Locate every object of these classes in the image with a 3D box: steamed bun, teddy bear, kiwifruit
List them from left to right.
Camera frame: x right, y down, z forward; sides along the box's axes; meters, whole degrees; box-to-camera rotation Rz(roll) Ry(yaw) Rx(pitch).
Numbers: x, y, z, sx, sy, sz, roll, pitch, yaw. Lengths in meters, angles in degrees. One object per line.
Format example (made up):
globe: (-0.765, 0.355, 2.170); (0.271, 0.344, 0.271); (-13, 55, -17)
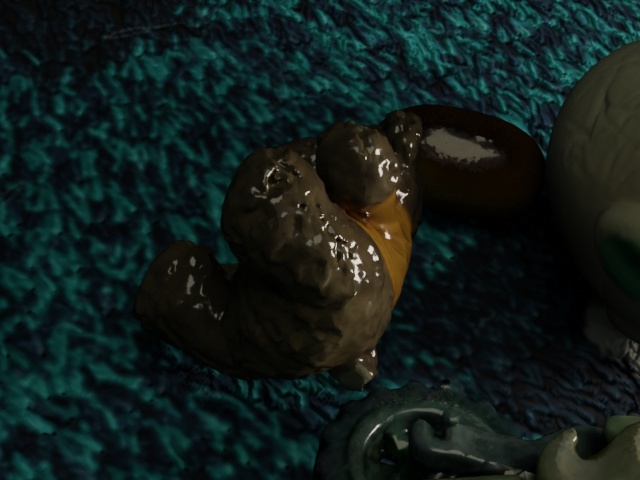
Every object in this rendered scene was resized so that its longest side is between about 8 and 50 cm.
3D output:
teddy bear: (0.000, 0.000, 0.705); (0.140, 0.177, 0.190); (39, 43, -6)
kiwifruit: (0.096, -0.054, 0.821); (0.124, 0.075, 0.075); (16, 52, -6)
steamed bun: (0.223, -0.017, 0.766); (0.130, 0.177, 0.228); (-25, 58, 5)

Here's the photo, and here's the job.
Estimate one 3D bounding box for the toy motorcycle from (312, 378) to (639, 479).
toy motorcycle: (0.182, 0.196, 0.595); (0.410, 0.169, 0.237); (13, 38, 9)
